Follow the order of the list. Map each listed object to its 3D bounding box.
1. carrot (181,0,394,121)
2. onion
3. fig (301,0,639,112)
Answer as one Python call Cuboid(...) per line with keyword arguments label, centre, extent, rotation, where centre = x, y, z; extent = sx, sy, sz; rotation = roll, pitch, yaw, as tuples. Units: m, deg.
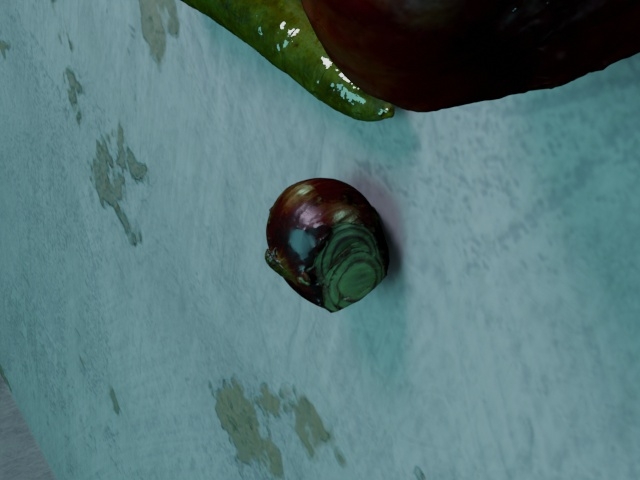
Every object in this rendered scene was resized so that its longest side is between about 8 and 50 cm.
Cuboid(label="carrot", centre=(-0.052, -0.203, 0.795), extent=(0.358, 0.074, 0.074), rotation=(44, 139, 35))
Cuboid(label="onion", centre=(0.000, 0.000, 0.779), extent=(0.118, 0.118, 0.117), rotation=(32, 135, 45))
Cuboid(label="fig", centre=(0.093, -0.178, 0.442), extent=(0.224, 0.263, 0.224), rotation=(5, 118, 10))
